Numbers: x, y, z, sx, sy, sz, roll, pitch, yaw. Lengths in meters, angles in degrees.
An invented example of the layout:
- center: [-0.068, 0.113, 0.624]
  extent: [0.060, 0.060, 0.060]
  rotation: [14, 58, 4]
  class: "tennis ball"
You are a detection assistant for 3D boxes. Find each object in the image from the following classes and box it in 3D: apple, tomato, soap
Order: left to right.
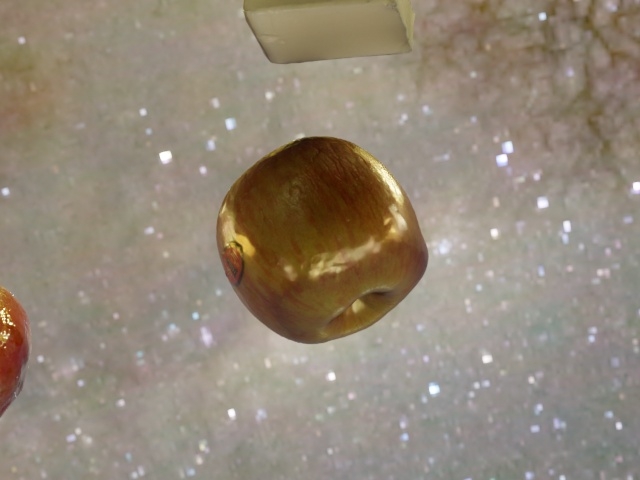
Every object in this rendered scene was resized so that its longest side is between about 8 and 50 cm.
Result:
- center: [-0.295, 0.115, 1.127]
  extent: [0.069, 0.155, 0.155]
  rotation: [20, -155, -5]
  class: "tomato"
- center: [0.000, 0.000, 1.326]
  extent: [0.211, 0.211, 0.188]
  rotation: [-24, -115, -21]
  class: "apple"
- center: [0.012, -0.265, 1.503]
  extent: [0.183, 0.121, 0.064]
  rotation: [-2, -113, 13]
  class: "soap"
